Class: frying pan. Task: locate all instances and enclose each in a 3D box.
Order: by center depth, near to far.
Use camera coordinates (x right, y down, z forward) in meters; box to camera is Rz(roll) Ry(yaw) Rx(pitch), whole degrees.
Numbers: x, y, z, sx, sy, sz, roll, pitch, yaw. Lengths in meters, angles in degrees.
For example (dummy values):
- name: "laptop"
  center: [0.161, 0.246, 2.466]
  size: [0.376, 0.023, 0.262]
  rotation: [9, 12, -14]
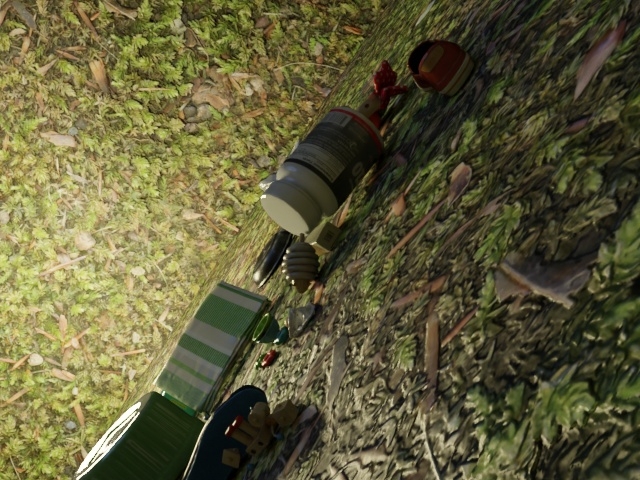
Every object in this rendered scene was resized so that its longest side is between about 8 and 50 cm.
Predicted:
- name: "frying pan"
  center: [-0.114, -0.001, 2.064]
  size: [0.326, 0.053, 0.197]
  rotation: [-57, 10, 19]

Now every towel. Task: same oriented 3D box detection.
- name: "towel"
  center: [-0.275, 0.264, 1.789]
  size: [0.248, 0.038, 0.324]
  rotation: [15, 71, 48]

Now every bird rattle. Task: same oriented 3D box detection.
- name: "bird rattle"
  center: [0.116, -0.330, 1.808]
  size: [0.253, 0.143, 0.207]
  rotation: [-57, -5, -12]

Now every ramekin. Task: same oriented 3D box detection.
- name: "ramekin"
  center: [-0.423, 0.493, 1.612]
  size: [0.303, 0.148, 0.303]
  rotation: [-45, 10, 10]

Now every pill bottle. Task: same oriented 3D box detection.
- name: "pill bottle"
  center: [0.004, -0.153, 1.580]
  size: [0.283, 0.161, 0.161]
  rotation: [-52, 8, -22]

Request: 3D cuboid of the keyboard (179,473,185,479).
- name: "keyboard"
  center: [-0.325, 0.545, 1.482]
  size: [0.192, 0.038, 0.100]
  rotation: [-53, 12, 23]

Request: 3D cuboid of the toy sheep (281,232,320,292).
- name: "toy sheep"
  center: [-0.042, 0.049, 1.515]
  size: [0.091, 0.091, 0.132]
  rotation: [146, 122, -63]

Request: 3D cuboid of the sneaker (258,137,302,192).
- name: "sneaker"
  center: [-0.077, -0.211, 2.156]
  size: [0.210, 0.137, 0.366]
  rotation: [-58, -1, -3]

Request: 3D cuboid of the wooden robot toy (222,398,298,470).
- name: "wooden robot toy"
  center: [-0.098, 0.297, 1.136]
  size: [0.173, 0.076, 0.079]
  rotation: [-50, 2, 29]

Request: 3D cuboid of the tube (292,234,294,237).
- name: "tube"
  center: [-0.027, -0.117, 1.994]
  size: [0.062, 0.070, 0.240]
  rotation: [18, 78, 39]

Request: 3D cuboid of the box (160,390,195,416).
- name: "box"
  center: [-0.331, 0.348, 1.883]
  size: [0.244, 0.101, 0.060]
  rotation: [-61, 14, -15]

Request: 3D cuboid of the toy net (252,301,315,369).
- name: "toy net"
  center: [-0.085, 0.185, 1.429]
  size: [0.232, 0.045, 0.122]
  rotation: [-41, 20, 54]

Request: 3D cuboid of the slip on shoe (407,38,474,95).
- name: "slip on shoe"
  center: [0.235, -0.376, 1.474]
  size: [0.123, 0.101, 0.331]
  rotation: [-56, 10, 15]

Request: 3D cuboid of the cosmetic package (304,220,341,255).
- name: "cosmetic package"
  center: [0.000, 0.000, 1.585]
  size: [0.060, 0.041, 0.115]
  rotation: [-60, 12, -17]

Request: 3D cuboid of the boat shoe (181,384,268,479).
- name: "boat shoe"
  center: [-0.182, 0.358, 1.222]
  size: [0.258, 0.109, 0.089]
  rotation: [-55, 8, 1]
